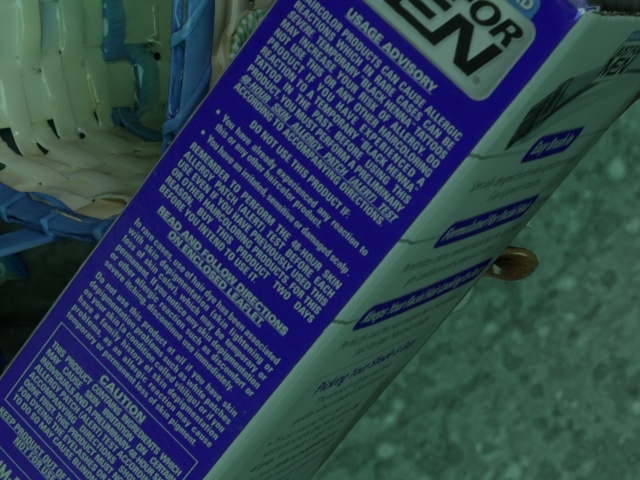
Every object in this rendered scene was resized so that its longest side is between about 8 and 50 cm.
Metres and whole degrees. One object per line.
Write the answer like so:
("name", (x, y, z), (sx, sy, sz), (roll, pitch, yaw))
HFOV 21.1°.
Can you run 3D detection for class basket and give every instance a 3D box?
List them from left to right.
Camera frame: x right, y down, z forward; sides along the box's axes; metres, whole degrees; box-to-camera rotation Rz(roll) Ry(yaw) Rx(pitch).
("basket", (-0.130, -0.119, 0.776), (0.289, 0.201, 0.254), (-15, 111, -42))

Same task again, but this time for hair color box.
("hair color box", (0.000, 0.000, 0.739), (0.110, 0.185, 0.339), (45, 112, 13))

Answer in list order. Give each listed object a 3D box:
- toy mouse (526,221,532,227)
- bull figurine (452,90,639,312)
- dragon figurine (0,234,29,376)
("toy mouse", (0.063, -0.029, 0.966), (0.143, 0.031, 0.161), (24, 97, -18))
("bull figurine", (0.108, -0.101, 0.888), (0.310, 0.101, 0.188), (-42, 135, -23))
("dragon figurine", (-0.206, 0.030, 0.877), (0.085, 0.144, 0.289), (-37, 119, 16))
